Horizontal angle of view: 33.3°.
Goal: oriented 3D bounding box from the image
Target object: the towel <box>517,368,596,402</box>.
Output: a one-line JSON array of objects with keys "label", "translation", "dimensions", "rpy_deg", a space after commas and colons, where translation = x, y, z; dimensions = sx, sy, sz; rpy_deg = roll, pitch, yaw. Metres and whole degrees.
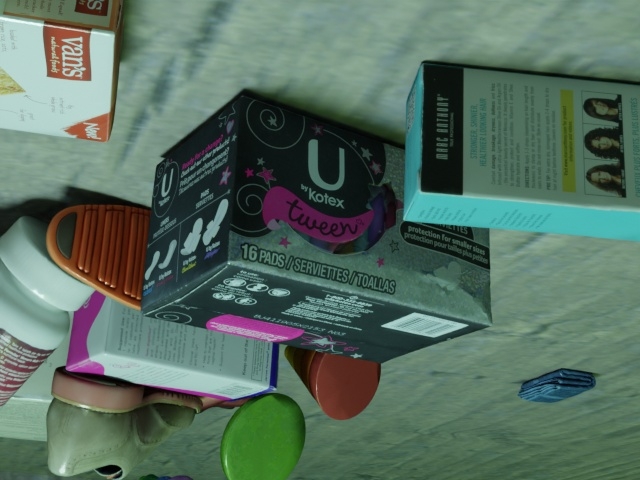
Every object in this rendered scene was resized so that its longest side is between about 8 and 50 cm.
[{"label": "towel", "translation": [0.346, 0.217, 1.572], "dimensions": [0.067, 0.029, 0.119], "rpy_deg": [9, 158, -17]}]

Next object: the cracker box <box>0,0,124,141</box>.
[{"label": "cracker box", "translation": [-0.242, -0.134, 0.668], "dimensions": [0.232, 0.067, 0.155], "rpy_deg": [6, 160, -10]}]

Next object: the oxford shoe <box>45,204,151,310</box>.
[{"label": "oxford shoe", "translation": [-0.170, 0.034, 1.071], "dimensions": [0.098, 0.096, 0.271], "rpy_deg": [-8, 157, 42]}]

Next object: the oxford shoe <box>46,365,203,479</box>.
[{"label": "oxford shoe", "translation": [-0.256, 0.235, 1.367], "dimensions": [0.123, 0.130, 0.348], "rpy_deg": [14, 175, 19]}]

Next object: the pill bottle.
[{"label": "pill bottle", "translation": [-0.324, 0.089, 1.046], "dimensions": [0.221, 0.121, 0.121], "rpy_deg": [-46, 145, 7]}]

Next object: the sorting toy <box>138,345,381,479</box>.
[{"label": "sorting toy", "translation": [-0.087, 0.225, 1.355], "dimensions": [0.126, 0.365, 0.127], "rpy_deg": [16, 133, 46]}]

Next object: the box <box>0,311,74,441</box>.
[{"label": "box", "translation": [-0.403, 0.189, 1.471], "dimensions": [0.148, 0.121, 0.311], "rpy_deg": [7, 159, -10]}]

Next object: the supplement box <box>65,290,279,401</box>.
[{"label": "supplement box", "translation": [-0.168, 0.111, 1.244], "dimensions": [0.220, 0.114, 0.111], "rpy_deg": [15, 157, -33]}]

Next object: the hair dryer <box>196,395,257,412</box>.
[{"label": "hair dryer", "translation": [-0.173, 0.222, 1.637], "dimensions": [0.224, 0.080, 0.293], "rpy_deg": [-6, 169, -23]}]

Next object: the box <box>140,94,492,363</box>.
[{"label": "box", "translation": [0.000, 0.000, 0.887], "dimensions": [0.247, 0.142, 0.163], "rpy_deg": [14, 156, -30]}]

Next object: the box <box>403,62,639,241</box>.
[{"label": "box", "translation": [0.184, -0.058, 0.764], "dimensions": [0.244, 0.100, 0.060], "rpy_deg": [5, 160, -5]}]
